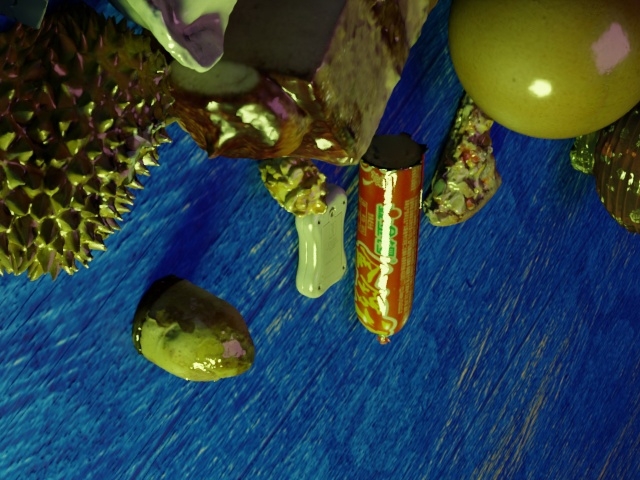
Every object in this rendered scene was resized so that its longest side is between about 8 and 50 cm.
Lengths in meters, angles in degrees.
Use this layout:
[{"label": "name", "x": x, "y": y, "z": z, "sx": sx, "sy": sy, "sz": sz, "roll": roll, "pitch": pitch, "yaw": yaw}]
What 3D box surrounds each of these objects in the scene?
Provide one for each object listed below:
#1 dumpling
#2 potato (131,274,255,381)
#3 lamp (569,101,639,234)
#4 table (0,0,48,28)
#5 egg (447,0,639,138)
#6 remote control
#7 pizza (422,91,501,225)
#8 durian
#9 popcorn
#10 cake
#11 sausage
[{"label": "dumpling", "x": -0.131, "y": -0.255, "z": 1.498, "sx": 0.162, "sy": 0.132, "sz": 0.250, "roll": -4, "pitch": 81, "yaw": -51}, {"label": "potato", "x": -0.120, "y": 0.095, "z": 1.796, "sx": 0.066, "sy": 0.103, "sz": 0.096, "roll": -32, "pitch": 133, "yaw": -54}, {"label": "lamp", "x": 0.470, "y": -0.121, "z": 2.600, "sx": 0.247, "sy": 0.247, "sz": 0.247, "roll": -40, "pitch": 140, "yaw": -45}, {"label": "table", "x": -0.247, "y": -0.257, "z": 1.385, "sx": 0.146, "sy": 0.062, "sz": 0.175, "roll": 3, "pitch": 107, "yaw": -62}, {"label": "egg", "x": 0.281, "y": -0.258, "z": 2.138, "sx": 0.322, "sy": 0.250, "sz": 0.250, "roll": -54, "pitch": 149, "yaw": -41}, {"label": "remote control", "x": 0.000, "y": 0.000, "z": 2.026, "sx": 0.074, "sy": 0.032, "sz": 0.122, "roll": -39, "pitch": 138, "yaw": -45}, {"label": "pizza", "x": 0.189, "y": -0.113, "z": 2.280, "sx": 0.185, "sy": 0.052, "sz": 0.195, "roll": -33, "pitch": 135, "yaw": -54}, {"label": "durian", "x": -0.211, "y": -0.070, "z": 1.502, "sx": 0.250, "sy": 0.138, "sz": 0.183, "roll": -63, "pitch": 161, "yaw": -2}, {"label": "popcorn", "x": -0.024, "y": -0.058, "z": 1.901, "sx": 0.057, "sy": 0.083, "sz": 0.082, "roll": -39, "pitch": 171, "yaw": -3}, {"label": "cake", "x": -0.029, "y": -0.180, "z": 1.655, "sx": 0.199, "sy": 0.196, "sz": 0.293, "roll": 63, "pitch": 44, "yaw": -62}, {"label": "sausage", "x": 0.077, "y": 0.008, "z": 2.124, "sx": 0.083, "sy": 0.083, "sz": 0.264, "roll": -39, "pitch": 140, "yaw": -45}]
